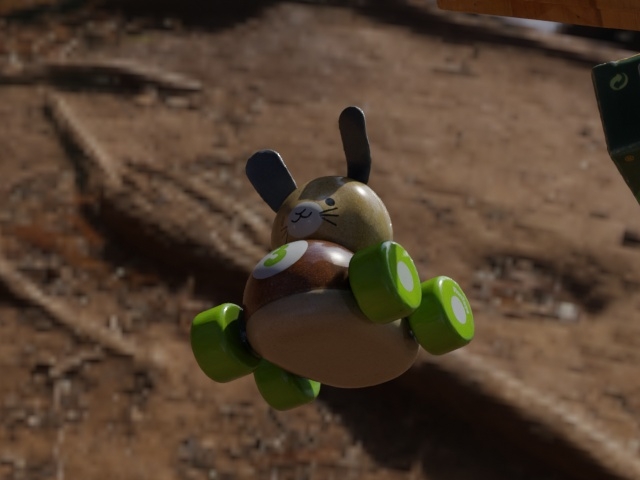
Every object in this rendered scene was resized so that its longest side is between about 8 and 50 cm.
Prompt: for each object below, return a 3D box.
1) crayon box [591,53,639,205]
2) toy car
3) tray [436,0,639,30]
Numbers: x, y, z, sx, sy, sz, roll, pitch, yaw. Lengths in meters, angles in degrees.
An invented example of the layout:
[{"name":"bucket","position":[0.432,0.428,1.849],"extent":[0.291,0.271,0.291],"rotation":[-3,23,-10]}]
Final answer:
[{"name":"crayon box","position":[0.356,-0.056,1.506],"extent":[0.203,0.323,0.083],"rotation":[-17,60,17]},{"name":"toy car","position":[0.000,0.000,1.338],"extent":[0.155,0.149,0.188],"rotation":[-22,60,25]},{"name":"tray","position":[0.132,-0.329,1.176],"extent":[0.203,0.411,0.076],"rotation":[11,38,37]}]
